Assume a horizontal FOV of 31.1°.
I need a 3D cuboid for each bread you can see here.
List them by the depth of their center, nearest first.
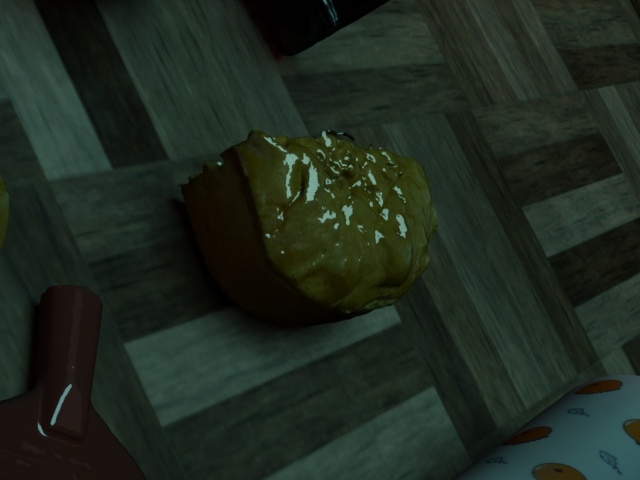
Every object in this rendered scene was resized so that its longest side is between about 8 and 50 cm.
[{"bbox_3d":[0.000,0.000,0.949,0.229,0.143,0.139,6,71,-44],"label":"bread"}]

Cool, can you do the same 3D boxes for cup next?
[{"bbox_3d":[0.203,0.251,0.934,0.317,0.212,0.212,-16,77,-52],"label":"cup"}]

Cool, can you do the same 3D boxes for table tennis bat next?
[{"bbox_3d":[-0.167,0.167,0.701,0.200,0.038,0.310,28,46,-36],"label":"table tennis bat"}]

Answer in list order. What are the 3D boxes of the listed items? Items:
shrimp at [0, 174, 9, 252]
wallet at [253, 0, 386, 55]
[{"bbox_3d":[-0.296,-0.059,0.717,0.236,0.053,0.133,46,57,-23],"label":"shrimp"},{"bbox_3d":[-0.050,-0.387,1.045,0.062,0.228,0.406,-36,100,-49],"label":"wallet"}]
